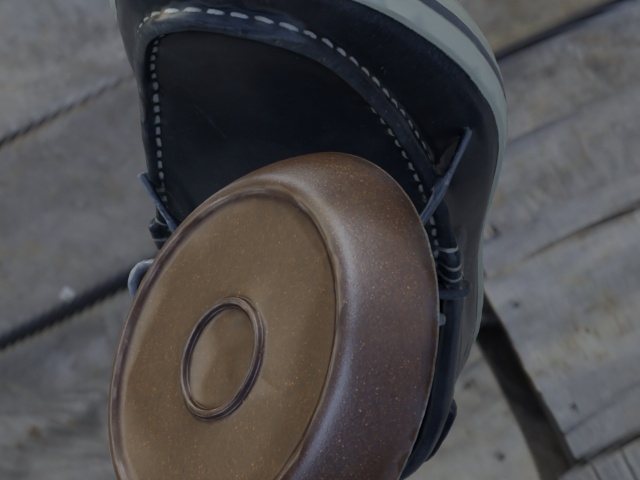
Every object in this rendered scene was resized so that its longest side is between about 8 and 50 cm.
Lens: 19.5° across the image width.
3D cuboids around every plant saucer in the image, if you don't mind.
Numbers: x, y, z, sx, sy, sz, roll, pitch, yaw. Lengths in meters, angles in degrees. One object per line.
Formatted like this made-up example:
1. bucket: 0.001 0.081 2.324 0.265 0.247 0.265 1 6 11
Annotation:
1. plant saucer: -0.027 0.044 0.665 0.168 0.029 0.168 -27 53 42

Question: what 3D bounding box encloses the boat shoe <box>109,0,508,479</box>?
1. boat shoe: 0.000 0.000 0.982 0.187 0.500 0.156 8 65 12
